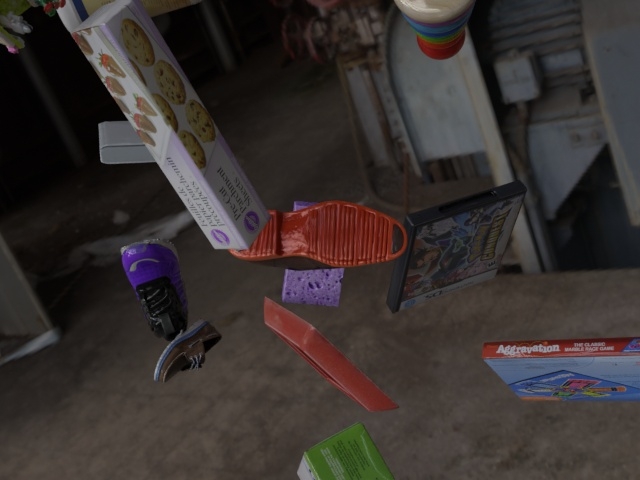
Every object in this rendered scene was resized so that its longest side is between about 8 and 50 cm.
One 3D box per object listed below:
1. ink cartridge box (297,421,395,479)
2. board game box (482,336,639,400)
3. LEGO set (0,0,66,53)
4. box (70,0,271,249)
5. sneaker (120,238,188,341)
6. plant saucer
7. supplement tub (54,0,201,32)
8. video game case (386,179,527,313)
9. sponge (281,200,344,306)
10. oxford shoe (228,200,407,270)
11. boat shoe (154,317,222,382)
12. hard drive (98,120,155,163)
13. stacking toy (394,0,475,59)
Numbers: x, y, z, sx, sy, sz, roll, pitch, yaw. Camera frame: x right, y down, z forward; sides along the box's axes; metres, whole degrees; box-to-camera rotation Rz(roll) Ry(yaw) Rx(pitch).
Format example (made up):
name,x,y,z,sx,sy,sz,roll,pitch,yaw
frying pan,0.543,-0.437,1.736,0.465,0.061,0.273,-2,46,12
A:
name,x,y,z,sx,sy,sz,roll,pitch,yaw
ink cartridge box,0.048,0.398,1.247,0.097,0.189,0.255,-23,-22,-19
board game box,0.360,0.162,1.069,0.281,0.145,0.027,-7,55,34
LEGO set,-0.339,-0.263,0.927,0.107,0.132,0.287,20,13,15
box,-0.166,-0.128,1.010,0.063,0.324,0.067,-1,40,39
sneaker,-0.314,0.113,1.713,0.102,0.293,0.146,-14,60,-2
plant saucer,0.005,0.230,1.684,0.048,0.259,0.258,-50,24,-9
supplement tub,-0.332,-0.514,1.543,0.316,0.228,0.228,-19,21,-4
video game case,0.260,0.017,1.670,0.248,0.275,0.035,-17,54,-18
sponge,-0.007,0.028,1.710,0.117,0.210,0.031,6,20,-6
oxford shoe,0.000,0.000,1.281,0.271,0.098,0.097,3,74,17
boat shoe,-0.261,0.224,1.716,0.066,0.066,0.183,27,43,13
hard drive,-0.377,-0.220,1.871,0.203,0.040,0.307,-4,17,-14
stacking toy,0.204,-0.386,1.452,0.141,0.141,0.330,-19,-9,9
